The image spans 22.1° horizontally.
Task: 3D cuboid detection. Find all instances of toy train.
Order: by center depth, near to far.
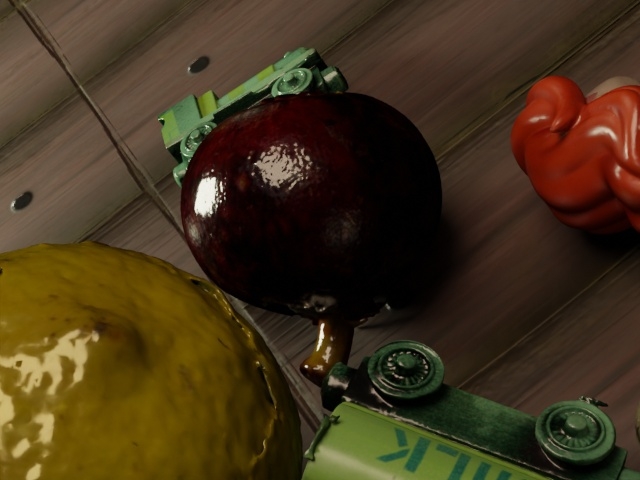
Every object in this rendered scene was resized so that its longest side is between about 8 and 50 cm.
[{"bbox_3d":[0.102,0.173,1.191,0.253,0.105,0.157,20,49,14],"label":"toy train"},{"bbox_3d":[-0.068,-0.128,1.672,0.200,0.083,0.132,-30,38,6],"label":"toy train"}]

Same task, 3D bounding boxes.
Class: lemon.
[{"bbox_3d":[-0.191,0.183,1.229,0.349,0.387,0.350,12,44,-12],"label":"lemon"}]

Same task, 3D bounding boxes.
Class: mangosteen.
[{"bbox_3d":[0.000,0.000,1.428,0.235,0.235,0.261,-11,90,27],"label":"mangosteen"}]

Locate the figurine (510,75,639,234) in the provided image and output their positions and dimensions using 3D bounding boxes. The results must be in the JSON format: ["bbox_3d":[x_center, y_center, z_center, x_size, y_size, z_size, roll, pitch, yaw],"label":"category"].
[{"bbox_3d":[0.288,-0.092,1.324,0.257,0.181,0.208,-35,69,13],"label":"figurine"}]

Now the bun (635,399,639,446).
[{"bbox_3d":[0.301,0.127,1.143,0.173,0.113,0.167,-8,45,23],"label":"bun"}]
